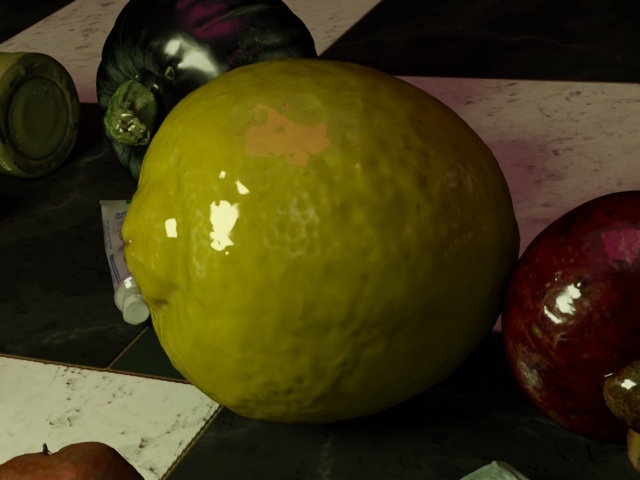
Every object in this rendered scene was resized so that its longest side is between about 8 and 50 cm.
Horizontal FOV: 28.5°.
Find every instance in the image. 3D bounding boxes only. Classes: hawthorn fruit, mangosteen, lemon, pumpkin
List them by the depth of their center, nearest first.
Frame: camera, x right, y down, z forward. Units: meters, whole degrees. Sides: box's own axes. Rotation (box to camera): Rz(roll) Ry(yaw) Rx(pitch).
[{"bbox_3d":[-0.198,0.240,0.928,0.149,0.149,0.189,-2,58,13],"label":"hawthorn fruit"},{"bbox_3d":[0.263,0.087,1.007,0.215,0.215,0.257,-16,52,-14],"label":"mangosteen"},{"bbox_3d":[0.000,0.000,1.104,0.348,0.348,0.348,-7,28,3],"label":"lemon"},{"bbox_3d":[-0.160,-0.169,1.489,0.296,0.295,0.296,-7,28,3],"label":"pumpkin"}]

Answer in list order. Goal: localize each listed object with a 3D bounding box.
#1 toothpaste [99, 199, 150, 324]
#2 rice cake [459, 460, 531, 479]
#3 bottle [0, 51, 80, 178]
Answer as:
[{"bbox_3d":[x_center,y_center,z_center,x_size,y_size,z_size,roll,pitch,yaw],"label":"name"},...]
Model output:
[{"bbox_3d":[-0.212,0.013,1.438,0.075,0.048,0.301,-20,26,0],"label":"toothpaste"},{"bbox_3d":[0.060,0.232,0.947,0.245,0.042,0.045,-23,34,-26],"label":"rice cake"},{"bbox_3d":[-0.522,-0.192,1.777,0.351,0.171,0.171,11,33,31],"label":"bottle"}]
